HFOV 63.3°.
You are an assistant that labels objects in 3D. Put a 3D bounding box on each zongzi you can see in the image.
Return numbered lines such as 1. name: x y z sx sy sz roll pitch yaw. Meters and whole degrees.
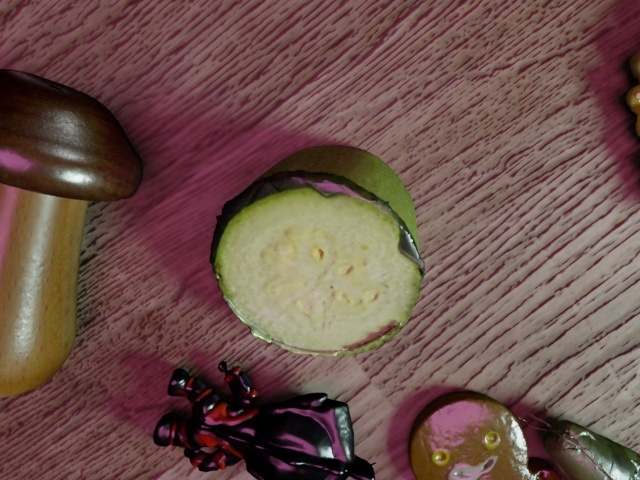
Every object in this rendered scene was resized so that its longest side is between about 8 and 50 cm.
1. zongzi: 0.281 0.274 0.583 0.154 0.062 0.130 27 80 -11

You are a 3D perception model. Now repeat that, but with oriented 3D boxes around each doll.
1. doll: -0.058 0.217 0.583 0.249 0.088 0.127 12 118 7

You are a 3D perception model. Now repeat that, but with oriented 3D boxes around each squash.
1. squash: -0.003 0.014 0.556 0.220 0.133 0.220 2 113 3

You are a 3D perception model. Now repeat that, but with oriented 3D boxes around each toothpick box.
1. toothpick box: -0.291 -0.009 0.498 0.192 0.192 0.294 19 103 -3

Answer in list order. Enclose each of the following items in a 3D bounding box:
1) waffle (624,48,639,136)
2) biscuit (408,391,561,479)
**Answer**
1. waffle: 0.474 -0.142 0.547 0.301 0.058 0.281 -32 97 3
2. biscuit: 0.191 0.292 0.616 0.180 0.039 0.236 -23 95 4
